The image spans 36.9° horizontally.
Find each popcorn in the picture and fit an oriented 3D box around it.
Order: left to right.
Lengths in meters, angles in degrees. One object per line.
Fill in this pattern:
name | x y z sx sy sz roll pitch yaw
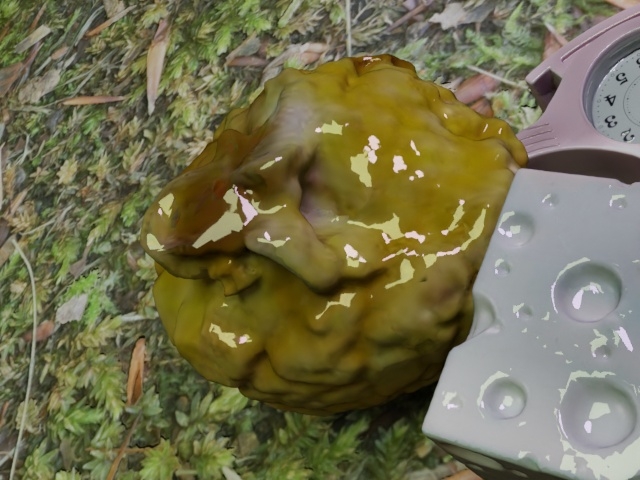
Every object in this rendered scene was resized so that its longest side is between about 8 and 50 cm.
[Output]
popcorn | 0.020 0.001 0.994 0.390 0.354 0.344 9 39 -6

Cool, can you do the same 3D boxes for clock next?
clock | 0.324 -0.109 1.006 0.290 0.080 0.275 -25 50 21

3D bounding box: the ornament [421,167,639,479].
ornament | 0.265 0.111 0.774 0.240 0.240 0.239 10 70 36
